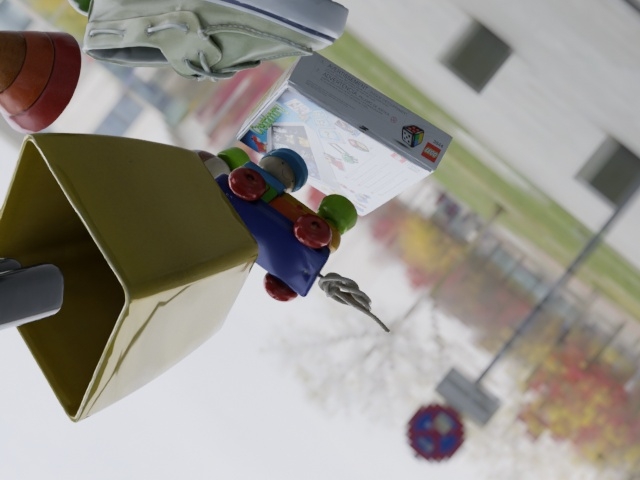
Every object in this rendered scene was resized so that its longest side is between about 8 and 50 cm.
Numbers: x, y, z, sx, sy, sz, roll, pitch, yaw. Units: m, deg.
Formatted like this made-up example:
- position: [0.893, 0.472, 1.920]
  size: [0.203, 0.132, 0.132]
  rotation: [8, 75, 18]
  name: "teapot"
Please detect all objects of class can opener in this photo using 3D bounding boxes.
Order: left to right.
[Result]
- position: [-0.292, 0.076, 1.322]
  size: [0.076, 0.095, 0.283]
  rotation: [6, -172, 21]
  name: "can opener"

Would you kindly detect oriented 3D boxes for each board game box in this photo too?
- position: [0.020, -0.120, 2.035]
  size: [0.193, 0.053, 0.305]
  rotation: [32, 166, -8]
  name: "board game box"

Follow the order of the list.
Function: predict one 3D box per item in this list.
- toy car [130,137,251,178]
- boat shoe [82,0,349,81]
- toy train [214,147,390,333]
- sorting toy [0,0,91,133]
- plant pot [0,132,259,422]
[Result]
- position: [-0.214, -0.080, 2.281]
  size: [0.188, 0.149, 0.155]
  rotation: [33, -143, 24]
  name: "toy car"
- position: [-0.096, -0.185, 1.517]
  size: [0.109, 0.094, 0.302]
  rotation: [19, 176, -43]
  name: "boat shoe"
- position: [0.000, 0.000, 1.888]
  size: [0.248, 0.105, 0.143]
  rotation: [36, -143, 8]
  name: "toy train"
- position: [-0.274, -0.294, 1.819]
  size: [0.126, 0.366, 0.127]
  rotation: [25, -172, -43]
  name: "sorting toy"
- position: [-0.188, 0.020, 1.730]
  size: [0.187, 0.212, 0.212]
  rotation: [-14, -122, -35]
  name: "plant pot"
